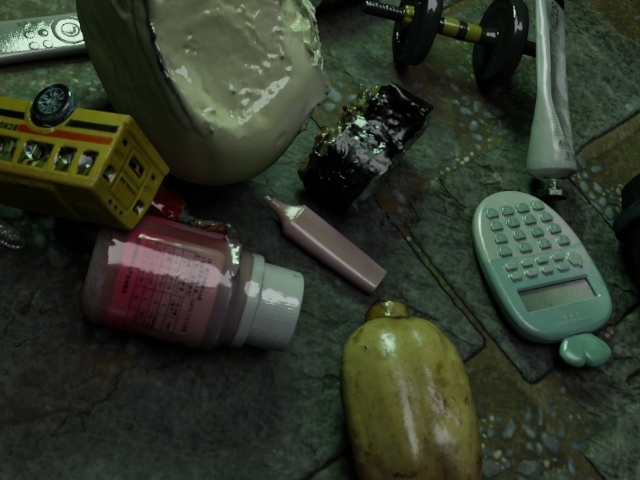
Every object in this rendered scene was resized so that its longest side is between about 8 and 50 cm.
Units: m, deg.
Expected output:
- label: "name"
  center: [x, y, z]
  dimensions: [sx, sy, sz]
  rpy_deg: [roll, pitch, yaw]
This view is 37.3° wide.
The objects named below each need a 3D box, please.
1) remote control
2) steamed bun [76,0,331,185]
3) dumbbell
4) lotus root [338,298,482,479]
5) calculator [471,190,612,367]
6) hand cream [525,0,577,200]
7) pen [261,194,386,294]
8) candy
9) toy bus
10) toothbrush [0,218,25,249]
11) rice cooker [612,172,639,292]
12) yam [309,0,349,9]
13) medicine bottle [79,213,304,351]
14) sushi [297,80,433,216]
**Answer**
- label: "remote control"
  center: [-0.365, -0.285, 1.312]
  dimensions: [0.261, 0.029, 0.067]
  rpy_deg: [-15, 67, -28]
- label: "steamed bun"
  center: [-0.145, -0.245, 1.189]
  dimensions: [0.233, 0.312, 0.334]
  rpy_deg: [-28, 115, -23]
- label: "dumbbell"
  center: [0.219, -0.332, 1.498]
  dimensions: [0.325, 0.143, 0.143]
  rpy_deg: [10, 58, -15]
- label: "lotus root"
  center: [0.107, 0.199, 1.140]
  dimensions: [0.160, 0.146, 0.284]
  rpy_deg: [13, 52, -35]
- label: "calculator"
  center: [0.322, 0.055, 1.372]
  dimensions: [0.184, 0.042, 0.295]
  rpy_deg: [-9, 62, -26]
- label: "hand cream"
  center: [0.356, -0.230, 1.469]
  dimensions: [0.121, 0.076, 0.336]
  rpy_deg: [12, 77, -58]
- label: "pen"
  center: [0.000, 0.000, 1.285]
  dimensions: [0.197, 0.032, 0.053]
  rpy_deg: [38, 56, 1]
- label: "candy"
  center: [-0.242, -0.050, 1.187]
  dimensions: [0.292, 0.086, 0.059]
  rpy_deg: [28, 38, -4]
- label: "toy bus"
  center: [-0.346, -0.104, 1.082]
  dimensions: [0.335, 0.121, 0.123]
  rpy_deg: [11, 68, 23]
- label: "toothbrush"
  center: [-0.489, -0.073, 1.138]
  dimensions: [0.307, 0.029, 0.025]
  rpy_deg: [30, 63, -2]
- label: "rice cooker"
  center: [0.577, -0.007, 1.386]
  dimensions: [0.267, 0.267, 0.224]
  rpy_deg: [-3, 69, -23]
- label: "yam"
  center: [0.031, -0.425, 1.506]
  dimensions: [0.183, 0.107, 0.107]
  rpy_deg: [-23, 71, -34]
- label: "medicine bottle"
  center: [-0.150, 0.056, 1.126]
  dimensions: [0.247, 0.147, 0.147]
  rpy_deg: [16, 56, -12]
- label: "sushi"
  center: [0.065, -0.141, 1.324]
  dimensions: [0.115, 0.147, 0.212]
  rpy_deg: [41, 62, 0]
